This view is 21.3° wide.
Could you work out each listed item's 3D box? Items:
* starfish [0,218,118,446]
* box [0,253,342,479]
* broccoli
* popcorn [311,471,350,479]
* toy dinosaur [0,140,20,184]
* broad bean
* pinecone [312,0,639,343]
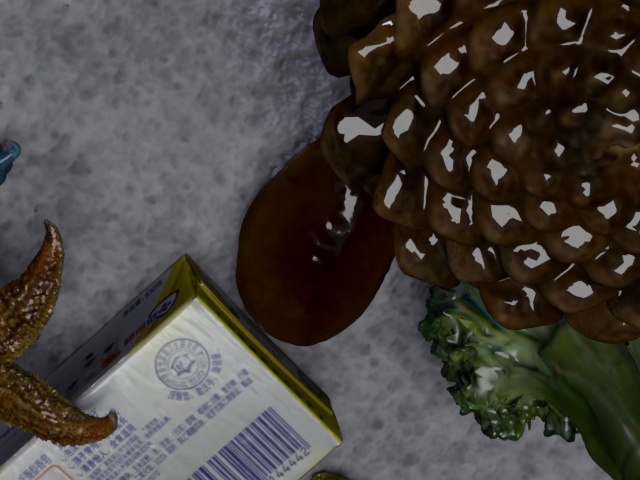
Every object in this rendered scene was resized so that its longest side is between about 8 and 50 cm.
[{"bbox_3d":[-0.242,0.075,1.195,0.240,0.043,0.227,26,114,17],"label":"starfish"},{"bbox_3d":[-0.137,0.162,1.267,0.265,0.097,0.168,-43,107,5],"label":"box"},{"bbox_3d":[0.212,0.075,1.207,0.198,0.275,0.177,-43,125,-16],"label":"broccoli"},{"bbox_3d":[0.004,0.220,1.325,0.083,0.059,0.068,8,105,-1],"label":"popcorn"},{"bbox_3d":[-0.248,-0.046,1.216,0.083,0.047,0.030,-32,107,4],"label":"toy dinosaur"},{"bbox_3d":[0.000,0.000,1.249,0.114,0.084,0.165,35,106,1],"label":"broad bean"},{"bbox_3d":[0.176,-0.138,1.085,0.384,0.384,0.384,-2,107,-7],"label":"pinecone"}]
